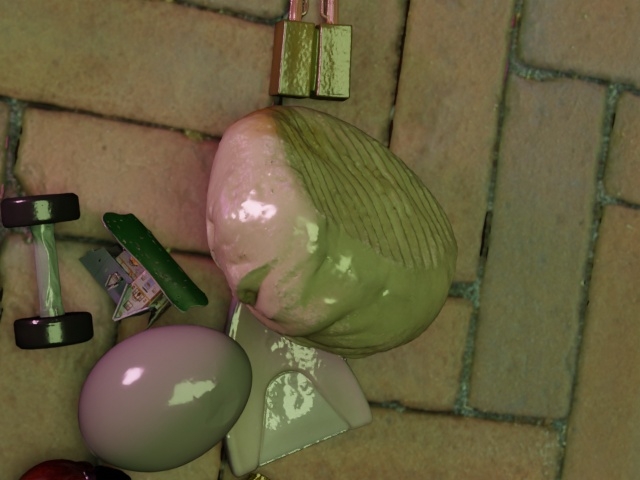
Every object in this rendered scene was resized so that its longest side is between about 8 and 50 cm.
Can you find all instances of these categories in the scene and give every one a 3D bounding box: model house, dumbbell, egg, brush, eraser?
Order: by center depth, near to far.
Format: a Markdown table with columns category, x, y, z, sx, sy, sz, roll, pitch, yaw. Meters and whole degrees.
| category | x | y | z | sx | sy | sz | roll | pitch | yaw |
| --- | --- | --- | --- | --- | --- | --- | --- | --- | --- |
| egg | -0.191 | 0.195 | 1.877 | 0.232 | 0.176 | 0.176 | -22 | 98 | 17 |
| dumbbell | -0.345 | 0.037 | 1.885 | 0.100 | 0.100 | 0.191 | -7 | 94 | -15 |
| model house | -0.238 | 0.052 | 1.909 | 0.088 | 0.117 | 0.167 | -44 | 83 | 14 |
| eraser | -0.059 | 0.167 | 1.984 | 0.204 | 0.059 | 0.243 | -19 | 98 | -14 |
| brush | -0.007 | -0.305 | 1.995 | 0.103 | 0.047 | 0.233 | 4 | 90 | -15 |

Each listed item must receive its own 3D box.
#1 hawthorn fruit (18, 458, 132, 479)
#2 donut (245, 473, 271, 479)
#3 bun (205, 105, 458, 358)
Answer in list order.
| category | x | y | z | sx | sy | sz | roll | pitch | yaw |
| --- | --- | --- | --- | --- | --- | --- | --- | --- | --- |
| hawthorn fruit | -0.324 | 0.387 | 1.865 | 0.189 | 0.189 | 0.251 | 34 | 97 | -13 |
| donut | -0.105 | 0.360 | 1.985 | 0.108 | 0.043 | 0.097 | -11 | 93 | -16 |
| bun | 0.000 | 0.000 | 1.884 | 0.365 | 0.365 | 0.219 | 38 | 116 | -13 |
